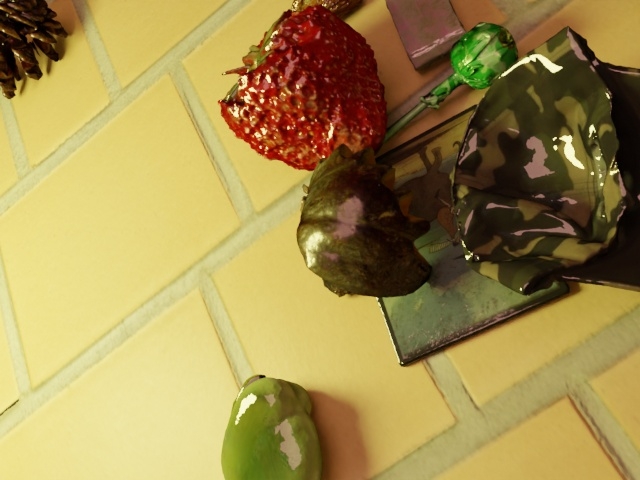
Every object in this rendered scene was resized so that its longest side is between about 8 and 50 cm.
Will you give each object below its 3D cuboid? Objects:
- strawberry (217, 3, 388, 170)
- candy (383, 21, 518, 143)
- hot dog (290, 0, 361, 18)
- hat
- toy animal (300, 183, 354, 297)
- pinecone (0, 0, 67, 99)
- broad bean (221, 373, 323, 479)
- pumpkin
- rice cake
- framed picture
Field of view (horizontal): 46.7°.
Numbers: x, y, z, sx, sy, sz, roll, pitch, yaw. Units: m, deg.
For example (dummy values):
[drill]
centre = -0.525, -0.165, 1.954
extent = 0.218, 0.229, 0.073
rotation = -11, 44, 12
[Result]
[strawberry]
centre = -0.023, -0.237, 1.221
extent = 0.261, 0.257, 0.261
rotation = -48, 20, 24
[candy]
centre = 0.172, -0.219, 1.182
extent = 0.323, 0.097, 0.097
rotation = -39, 55, 21
[hot dog]
centre = 0.007, -0.439, 1.369
extent = 0.147, 0.065, 0.099
rotation = -28, 68, 15
[hat]
centre = 0.380, -0.056, 0.950
extent = 0.381, 0.257, 0.367
rotation = 21, 77, -6
[toy animal]
centre = 0.009, -0.014, 1.178
extent = 0.086, 0.069, 0.220
rotation = -48, 47, 34
[pinecone]
centre = -0.733, -0.462, 1.722
extent = 0.244, 0.244, 0.309
rotation = 48, 112, 35
[broad bean]
centre = -0.075, 0.306, 1.074
extent = 0.169, 0.100, 0.228
rotation = -30, 59, 24
[pumpkin]
centre = 0.044, -0.035, 1.058
extent = 0.254, 0.149, 0.131
rotation = 45, 136, 23
[rice cake]
centre = 0.165, -0.423, 1.278
extent = 0.106, 0.050, 0.298
rotation = -25, 59, 18
[framed picture]
centre = 0.183, -0.016, 1.113
extent = 0.264, 0.016, 0.347
rotation = -26, 59, 17
